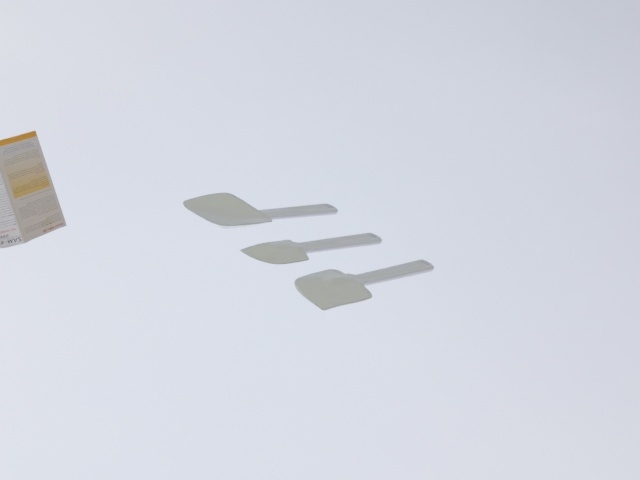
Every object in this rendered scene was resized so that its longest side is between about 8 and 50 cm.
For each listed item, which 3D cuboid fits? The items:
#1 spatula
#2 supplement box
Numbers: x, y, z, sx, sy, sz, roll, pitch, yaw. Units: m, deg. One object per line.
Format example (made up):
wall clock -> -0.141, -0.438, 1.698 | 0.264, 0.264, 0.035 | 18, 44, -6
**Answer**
spatula -> 0.000, 0.000, 0.927 | 0.168, 0.019, 0.242 | 31, -160, 24
supplement box -> -0.287, -0.049, 0.964 | 0.062, 0.036, 0.098 | -31, -72, -59
